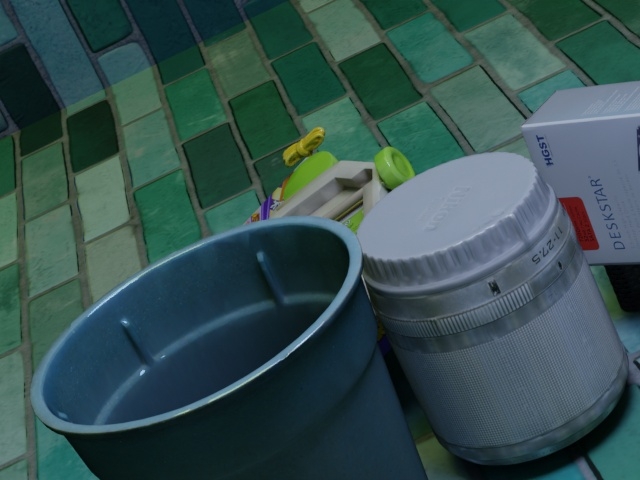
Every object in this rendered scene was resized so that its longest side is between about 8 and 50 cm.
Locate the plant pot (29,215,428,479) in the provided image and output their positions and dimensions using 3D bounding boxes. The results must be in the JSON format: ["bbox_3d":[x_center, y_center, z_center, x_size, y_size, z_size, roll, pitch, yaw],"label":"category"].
[{"bbox_3d":[-0.052,0.206,1.762,0.341,0.334,0.341,-21,25,10],"label":"plant pot"}]

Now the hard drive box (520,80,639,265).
[{"bbox_3d":[0.351,-0.072,1.907,0.232,0.181,0.089,-4,29,42],"label":"hard drive box"}]

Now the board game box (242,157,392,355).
[{"bbox_3d":[-0.021,0.064,2.201,0.233,0.078,0.347,-47,28,7],"label":"board game box"}]

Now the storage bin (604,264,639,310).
[{"bbox_3d":[0.376,-0.009,2.086,0.122,0.084,0.180,-22,25,9],"label":"storage bin"}]

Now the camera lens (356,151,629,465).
[{"bbox_3d":[0.178,0.076,1.871,0.219,0.274,0.219,-22,24,10],"label":"camera lens"}]

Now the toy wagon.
[{"bbox_3d":[0.000,0.000,2.092,0.267,0.068,0.344,-36,31,25],"label":"toy wagon"}]
